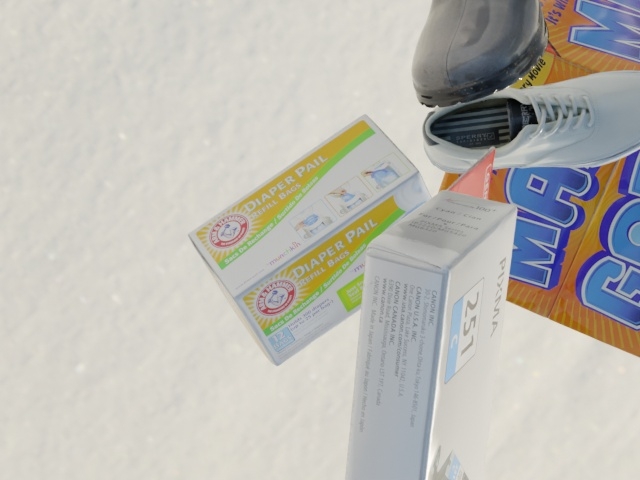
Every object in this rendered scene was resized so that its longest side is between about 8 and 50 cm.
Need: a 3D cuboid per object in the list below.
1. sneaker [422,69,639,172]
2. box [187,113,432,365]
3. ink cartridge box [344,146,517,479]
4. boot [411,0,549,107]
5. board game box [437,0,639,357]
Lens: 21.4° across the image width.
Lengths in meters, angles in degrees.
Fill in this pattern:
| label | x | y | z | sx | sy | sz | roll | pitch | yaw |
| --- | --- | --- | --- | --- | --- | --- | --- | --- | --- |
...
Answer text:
| label | x | y | z | sx | sy | sz | roll | pitch | yaw |
| --- | --- | --- | --- | --- | --- | --- | --- | --- | --- |
| sneaker | 0.226 | -0.115 | 1.684 | 0.258 | 0.094 | 0.091 | -13 | 171 | 12 |
| box | 0.000 | 0.000 | 1.543 | 0.203 | 0.103 | 0.114 | -35 | 136 | -4 |
| ink cartridge box | 0.096 | 0.106 | 1.239 | 0.261 | 0.066 | 0.296 | -37 | 136 | -59 |
| boot | 0.116 | -0.279 | 1.427 | 0.223 | 0.118 | 0.338 | 64 | 28 | -31 |
| board game box | 0.371 | -0.132 | 2.048 | 0.356 | 0.356 | 0.356 | -59 | 170 | -48 |
